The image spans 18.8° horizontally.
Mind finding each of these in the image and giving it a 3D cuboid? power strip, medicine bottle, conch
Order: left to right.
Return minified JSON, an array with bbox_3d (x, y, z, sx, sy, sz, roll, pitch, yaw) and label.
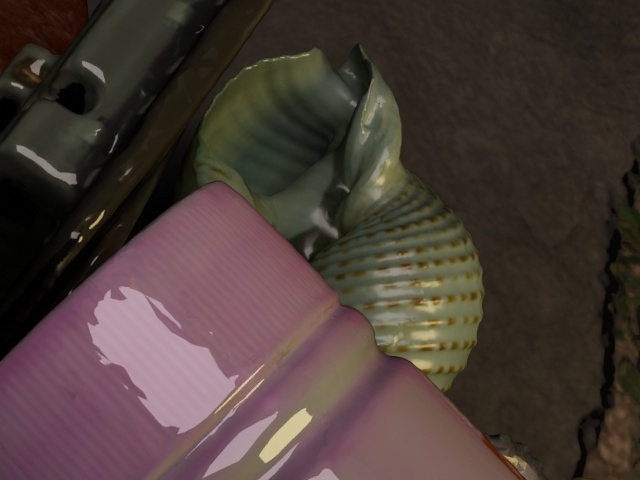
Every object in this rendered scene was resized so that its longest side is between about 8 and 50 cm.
[{"bbox_3d":[-0.113,-0.049,0.915,0.092,0.251,0.257,32,57,-2],"label":"power strip"},{"bbox_3d":[-0.003,0.151,0.838,0.316,0.202,0.202,47,56,1],"label":"medicine bottle"},{"bbox_3d":[-0.003,0.007,1.014,0.172,0.131,0.200,3,59,-22],"label":"conch"}]

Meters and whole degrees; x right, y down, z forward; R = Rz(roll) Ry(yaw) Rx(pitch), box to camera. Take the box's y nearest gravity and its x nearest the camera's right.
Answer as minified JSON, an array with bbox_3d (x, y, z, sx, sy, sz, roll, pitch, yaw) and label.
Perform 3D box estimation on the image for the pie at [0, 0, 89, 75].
[{"bbox_3d":[-0.198,-0.141,0.986,0.204,0.054,0.219,62,35,-21],"label":"pie"}]

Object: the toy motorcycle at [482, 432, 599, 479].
[{"bbox_3d":[0.119,0.213,0.995,0.129,0.094,0.229,5,74,-28],"label":"toy motorcycle"}]
